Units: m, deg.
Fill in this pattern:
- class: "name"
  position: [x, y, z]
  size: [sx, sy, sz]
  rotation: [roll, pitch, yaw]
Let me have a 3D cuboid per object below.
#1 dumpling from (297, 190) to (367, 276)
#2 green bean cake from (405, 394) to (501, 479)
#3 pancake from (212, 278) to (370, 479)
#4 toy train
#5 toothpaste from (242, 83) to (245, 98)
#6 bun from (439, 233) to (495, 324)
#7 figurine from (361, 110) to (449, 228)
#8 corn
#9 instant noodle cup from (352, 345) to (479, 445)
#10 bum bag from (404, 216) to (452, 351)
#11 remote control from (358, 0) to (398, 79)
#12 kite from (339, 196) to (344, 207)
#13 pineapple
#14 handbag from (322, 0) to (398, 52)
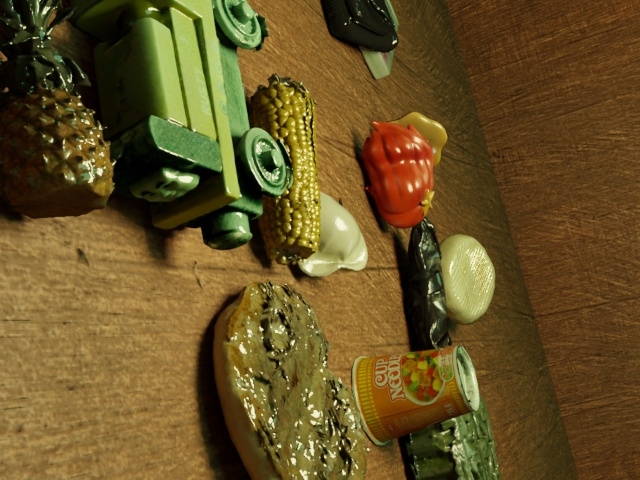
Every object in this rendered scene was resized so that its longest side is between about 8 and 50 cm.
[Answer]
- class: "dumpling"
  position: [0.002, 0.001, 1.472]
  size: [0.169, 0.100, 0.134]
  rotation: [58, 39, -28]
- class: "green bean cake"
  position: [0.254, 0.415, 1.743]
  size: [0.255, 0.132, 0.241]
  rotation: [10, 69, -67]
- class: "pancake"
  position: [-0.029, 0.232, 1.243]
  size: [0.382, 0.071, 0.382]
  rotation: [56, 23, -39]
- class: "toy train"
  position: [-0.175, -0.186, 1.101]
  size: [0.253, 0.160, 0.397]
  rotation: [20, 55, -56]
- class: "toothpaste"
  position: [-0.126, -0.197, 1.409]
  size: [0.037, 0.021, 0.140]
  rotation: [36, 44, -56]
- class: "bun"
  position: [0.330, 0.096, 2.204]
  size: [0.222, 0.127, 0.222]
  rotation: [0, 90, -43]
- class: "figurine"
  position: [0.175, -0.167, 1.964]
  size: [0.257, 0.181, 0.208]
  rotation: [-72, 179, -54]
- class: "corn"
  position: [-0.058, -0.114, 1.399]
  size: [0.115, 0.115, 0.318]
  rotation: [41, 40, -54]
- class: "instant noodle cup"
  position: [0.172, 0.260, 1.567]
  size: [0.168, 0.185, 0.168]
  rotation: [50, 31, -45]
- class: "bum bag"
  position: [0.228, 0.115, 1.956]
  size: [0.144, 0.095, 0.340]
  rotation: [90, -5, -66]
- class: "remote control"
  position: [0.148, -0.550, 2.340]
  size: [0.145, 0.050, 0.344]
  rotation: [60, 24, -30]
- class: "kite"
  position: [0.043, -0.007, 1.701]
  size: [0.159, 0.010, 0.190]
  rotation: [56, 26, -36]
- class: "pineapple"
  position: [-0.274, -0.145, 0.876]
  size: [0.125, 0.125, 0.251]
  rotation: [27, 45, -62]
- class: "handbag"
  position: [0.084, -0.585, 2.105]
  size: [0.244, 0.088, 0.275]
  rotation: [4, 68, -55]
